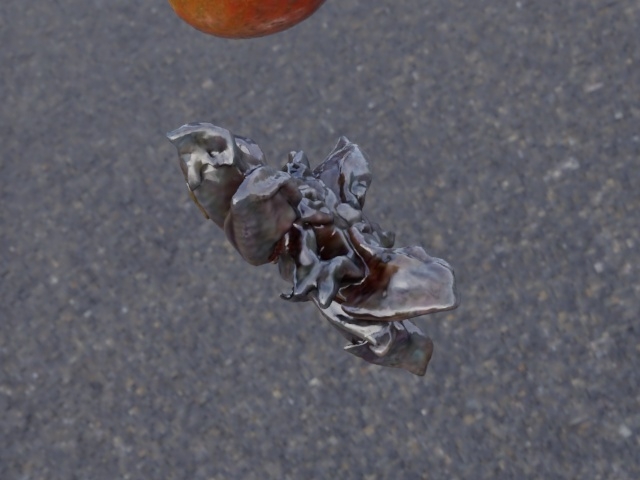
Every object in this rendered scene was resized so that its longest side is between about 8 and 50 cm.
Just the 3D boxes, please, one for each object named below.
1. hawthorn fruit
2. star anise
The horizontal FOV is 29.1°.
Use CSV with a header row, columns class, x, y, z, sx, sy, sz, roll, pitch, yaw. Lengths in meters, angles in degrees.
class,x,y,z,sx,sy,sz,roll,pitch,yaw
hawthorn fruit,-0.064,-0.274,1.130,0.189,0.189,0.189,-20,36,15
star anise,-0.002,-0.003,0.942,0.129,0.283,0.212,-50,16,11
